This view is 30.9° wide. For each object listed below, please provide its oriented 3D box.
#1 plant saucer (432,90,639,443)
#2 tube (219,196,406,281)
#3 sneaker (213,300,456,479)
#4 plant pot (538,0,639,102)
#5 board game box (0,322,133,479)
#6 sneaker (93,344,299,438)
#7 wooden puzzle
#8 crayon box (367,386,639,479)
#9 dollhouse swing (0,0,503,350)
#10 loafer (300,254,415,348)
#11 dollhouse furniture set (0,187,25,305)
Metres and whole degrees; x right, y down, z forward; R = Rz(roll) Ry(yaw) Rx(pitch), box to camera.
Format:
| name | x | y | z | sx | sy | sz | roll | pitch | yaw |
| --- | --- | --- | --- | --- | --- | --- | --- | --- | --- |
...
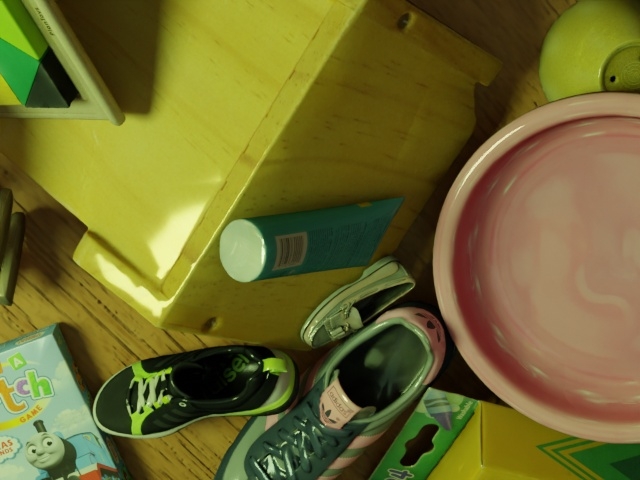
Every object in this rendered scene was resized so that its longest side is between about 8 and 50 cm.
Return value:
| name | x | y | z | sx | sy | sz | roll | pitch | yaw |
| --- | --- | --- | --- | --- | --- | --- | --- | --- | --- |
| plant saucer | 0.275 | 0.022 | 1.081 | 0.332 | 0.084 | 0.332 | 6 | 107 | 19 |
| tube | 0.000 | 0.000 | 1.027 | 0.052 | 0.207 | 0.080 | 47 | 121 | 26 |
| sneaker | 0.000 | 0.176 | 1.150 | 0.112 | 0.131 | 0.319 | 44 | 93 | 11 |
| plant pot | 0.285 | -0.163 | 1.102 | 0.134 | 0.095 | 0.134 | -1 | 108 | -3 |
| board game box | -0.307 | 0.209 | 1.210 | 0.160 | 0.039 | 0.211 | -21 | 106 | 3 |
| sneaker | -0.134 | 0.137 | 1.138 | 0.235 | 0.097 | 0.084 | -14 | 66 | 19 |
| wooden puzzle | -0.301 | -0.178 | 0.971 | 0.239 | 0.044 | 0.221 | 8 | 144 | 31 |
| crayon box | 0.226 | 0.272 | 1.188 | 0.323 | 0.083 | 0.203 | 15 | 137 | -9 |
| dollhouse swing | -0.089 | -0.130 | 1.109 | 0.315 | 0.305 | 0.347 | 16 | 110 | -51 |
| loafer | 0.037 | 0.064 | 1.128 | 0.125 | 0.039 | 0.045 | -39 | 143 | -11 |
| dollhouse furniture set | -0.389 | -0.054 | 1.047 | 0.212 | 0.242 | 0.161 | 7 | 74 | -4 |
